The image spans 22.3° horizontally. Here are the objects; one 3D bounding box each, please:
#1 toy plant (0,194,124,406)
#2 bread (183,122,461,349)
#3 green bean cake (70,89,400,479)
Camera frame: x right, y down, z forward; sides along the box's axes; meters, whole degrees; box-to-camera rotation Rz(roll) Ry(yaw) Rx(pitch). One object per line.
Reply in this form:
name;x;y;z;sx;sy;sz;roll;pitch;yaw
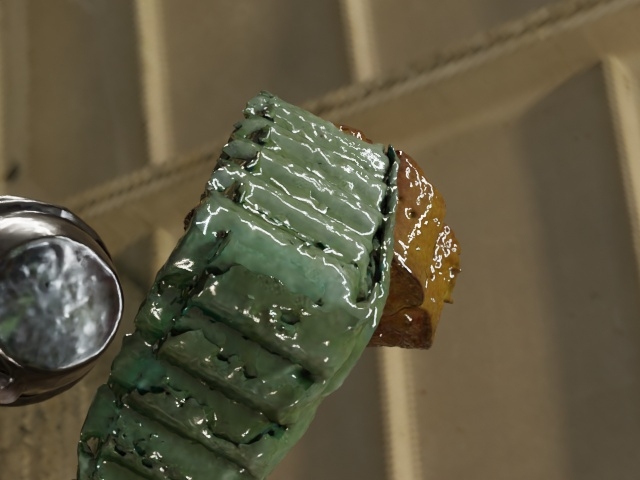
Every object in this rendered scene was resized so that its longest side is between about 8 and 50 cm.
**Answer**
toy plant;-0.259;0.053;1.357;0.235;0.218;0.175;3;-110;59
bread;0.007;0.009;1.372;0.135;0.232;0.247;-57;-173;-25
green bean cake;-0.057;0.057;1.043;0.255;0.132;0.241;-61;-171;24
